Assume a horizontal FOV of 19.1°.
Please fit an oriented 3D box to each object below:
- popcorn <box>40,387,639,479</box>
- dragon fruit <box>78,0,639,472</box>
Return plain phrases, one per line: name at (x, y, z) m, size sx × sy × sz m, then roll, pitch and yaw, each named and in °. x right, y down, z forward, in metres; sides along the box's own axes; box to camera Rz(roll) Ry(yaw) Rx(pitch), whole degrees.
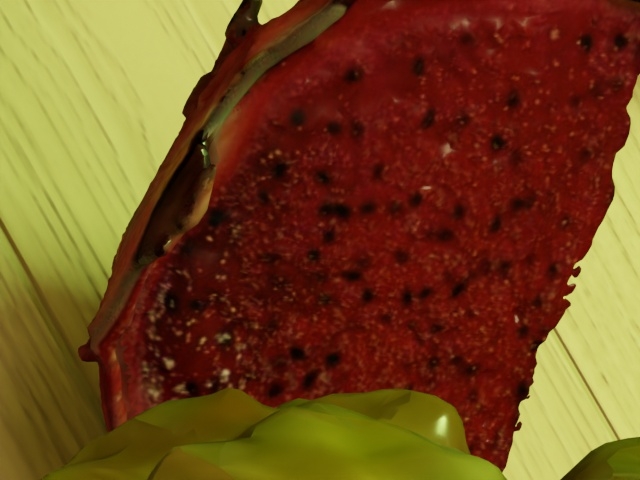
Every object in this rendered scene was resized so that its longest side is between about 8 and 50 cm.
popcorn at (0.030, 0.187, 0.481) m, size 0.326 × 0.290 × 0.321 m, roll 43°, pitch 42°, yaw 13°
dragon fruit at (-0.009, -0.005, 0.638) m, size 0.161 × 0.274 × 0.126 m, roll 10°, pitch 16°, yaw -30°
